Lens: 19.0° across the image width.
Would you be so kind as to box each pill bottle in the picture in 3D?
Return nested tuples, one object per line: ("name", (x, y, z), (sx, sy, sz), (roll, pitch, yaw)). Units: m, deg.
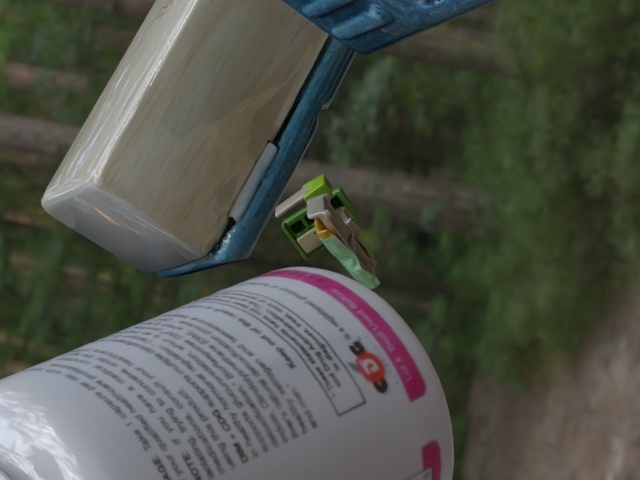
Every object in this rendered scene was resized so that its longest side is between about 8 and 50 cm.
("pill bottle", (-0.083, 0.124, 0.890), (0.283, 0.160, 0.160), (-21, -51, -44))

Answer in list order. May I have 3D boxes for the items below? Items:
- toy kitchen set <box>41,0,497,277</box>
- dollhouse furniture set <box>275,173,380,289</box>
("toy kitchen set", (0.057, -0.027, 0.437), (0.122, 0.166, 0.207), (-62, 17, -16))
("dollhouse furniture set", (0.000, 0.000, 1.513), (0.076, 0.058, 0.152), (54, -171, -14))
